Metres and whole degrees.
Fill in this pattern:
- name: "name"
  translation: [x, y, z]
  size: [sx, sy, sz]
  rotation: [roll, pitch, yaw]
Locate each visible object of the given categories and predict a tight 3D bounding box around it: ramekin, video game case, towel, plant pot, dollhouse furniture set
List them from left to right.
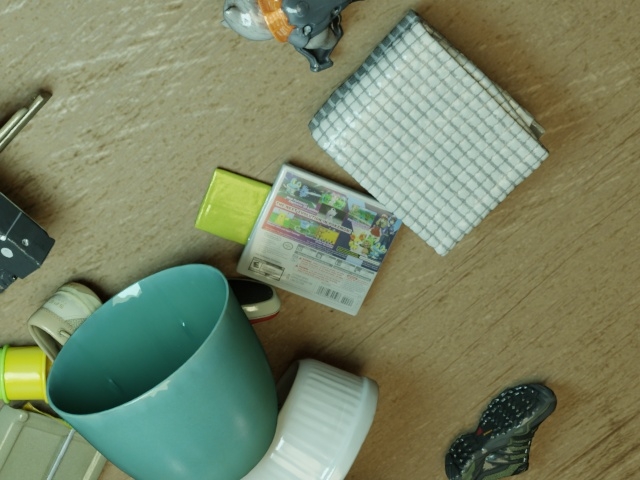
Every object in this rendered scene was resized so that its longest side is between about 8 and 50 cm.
- name: "dollhouse furniture set"
  translation: [-0.476, -0.200, 1.738]
  size: [0.151, 0.144, 0.123]
  rotation: [44, 99, -7]
- name: "dollhouse furniture set"
  translation: [-0.491, 0.389, 2.036]
  size: [0.197, 0.151, 0.302]
  rotation: [26, 92, -38]
- name: "plant pot"
  translation: [-0.195, 0.216, 1.788]
  size: [0.293, 0.293, 0.235]
  rotation: [-29, 118, 7]
- name: "towel"
  translation: [-0.062, -0.029, 1.916]
  size: [0.237, 0.021, 0.102]
  rotation: [18, 108, -14]
- name: "ramekin"
  translation: [-0.034, 0.304, 1.944]
  size: [0.127, 0.273, 0.273]
  rotation: [31, 108, -6]
- name: "video game case"
  translation: [0.000, 0.000, 1.911]
  size: [0.201, 0.023, 0.183]
  rotation: [21, 108, -13]
- name: "towel"
  translation: [0.157, -0.155, 1.830]
  size: [0.283, 0.121, 0.235]
  rotation: [40, 103, -19]

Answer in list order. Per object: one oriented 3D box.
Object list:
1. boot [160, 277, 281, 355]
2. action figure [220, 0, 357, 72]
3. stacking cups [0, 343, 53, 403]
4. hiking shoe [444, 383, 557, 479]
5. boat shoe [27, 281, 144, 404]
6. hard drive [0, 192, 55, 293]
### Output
- name: "boot"
  translation: [-0.168, 0.159, 1.955]
  size: [0.244, 0.088, 0.176]
  rotation: [-9, 116, 7]
- name: "action figure"
  translation: [-0.002, -0.391, 1.675]
  size: [0.330, 0.178, 0.341]
  rotation: [-36, 116, 0]
- name: "stacking cups"
  translation: [-0.565, 0.204, 1.938]
  size: [0.316, 0.096, 0.096]
  rotation: [-1, 115, 0]
- name: "hiking shoe"
  translation: [0.311, 0.325, 2.093]
  size: [0.114, 0.086, 0.227]
  rotation: [33, 113, -33]
- name: "boat shoe"
  translation: [-0.329, 0.230, 1.931]
  size: [0.121, 0.110, 0.341]
  rotation: [-12, 114, 44]
- name: "hard drive"
  translation: [-0.565, -0.046, 1.775]
  size: [0.339, 0.064, 0.237]
  rotation: [42, 133, -21]
